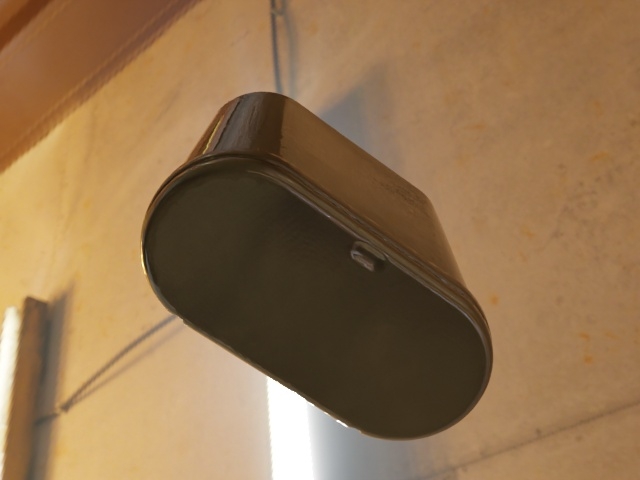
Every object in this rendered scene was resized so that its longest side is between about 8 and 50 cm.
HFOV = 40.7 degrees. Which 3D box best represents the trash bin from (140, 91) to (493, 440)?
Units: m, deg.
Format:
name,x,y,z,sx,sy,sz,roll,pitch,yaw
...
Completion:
name,x,y,z,sx,sy,sz,roll,pitch,yaw
trash bin,0.000,0.000,0.636,0.121,0.243,0.247,-52,-167,17
